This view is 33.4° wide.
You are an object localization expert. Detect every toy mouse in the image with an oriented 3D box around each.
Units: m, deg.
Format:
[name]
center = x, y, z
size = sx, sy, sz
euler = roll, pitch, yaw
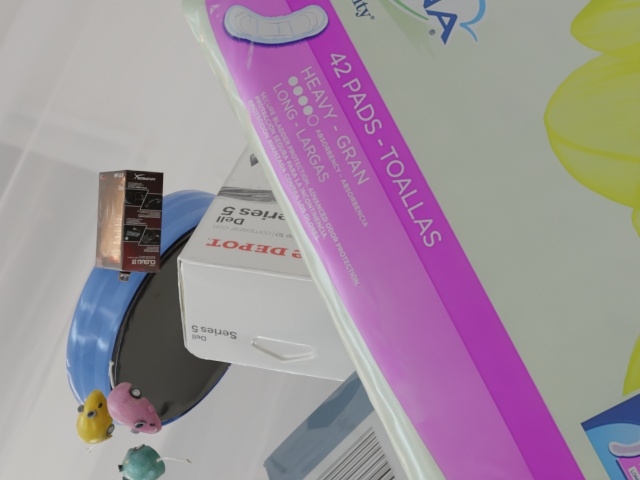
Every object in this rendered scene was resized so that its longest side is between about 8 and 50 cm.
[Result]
[toy mouse]
center = -0.195, 0.201, 1.085
size = 0.143, 0.031, 0.161
euler = 27, 128, 24

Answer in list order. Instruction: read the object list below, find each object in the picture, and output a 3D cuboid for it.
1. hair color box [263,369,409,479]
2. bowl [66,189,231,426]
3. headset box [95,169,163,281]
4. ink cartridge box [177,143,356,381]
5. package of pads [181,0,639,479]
[hair color box]
center = 0.149, 0.243, 0.657
size = 0.374, 0.113, 0.185
euler = 39, -169, -27
[bowl]
center = -0.224, 0.115, 1.652
size = 0.077, 0.391, 0.391
euler = 25, 172, 27
[headset box]
center = -0.145, -0.011, 0.807
size = 0.032, 0.083, 0.062
euler = 4, 180, -30
[ink cartridge box]
center = 0.000, 0.000, 1.044
size = 0.198, 0.273, 0.114
euler = 7, 125, 11
[package of pads]
center = 0.107, -0.024, 0.413
size = 0.296, 0.229, 0.101
euler = 63, -175, 16
